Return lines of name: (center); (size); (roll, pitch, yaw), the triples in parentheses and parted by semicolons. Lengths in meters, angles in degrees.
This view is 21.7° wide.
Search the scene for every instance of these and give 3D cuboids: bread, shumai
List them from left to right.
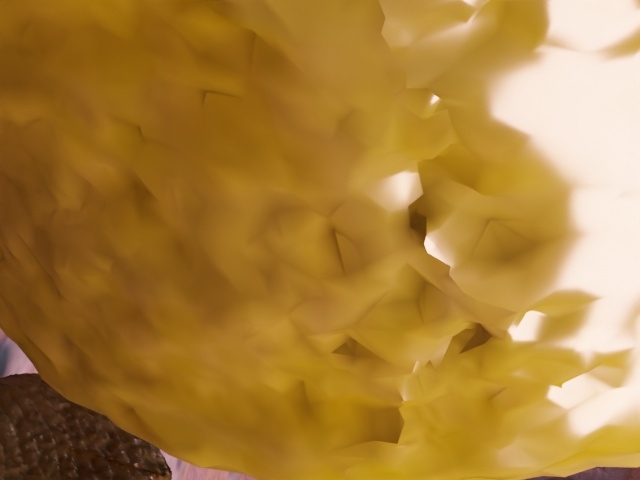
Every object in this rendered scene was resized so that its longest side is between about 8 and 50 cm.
shumai: (-0.119, 0.118, 0.671); (0.087, 0.099, 0.124); (-64, 174, 25)
bread: (0.013, -0.127, 0.449); (0.308, 0.348, 0.348); (64, 39, -57)
